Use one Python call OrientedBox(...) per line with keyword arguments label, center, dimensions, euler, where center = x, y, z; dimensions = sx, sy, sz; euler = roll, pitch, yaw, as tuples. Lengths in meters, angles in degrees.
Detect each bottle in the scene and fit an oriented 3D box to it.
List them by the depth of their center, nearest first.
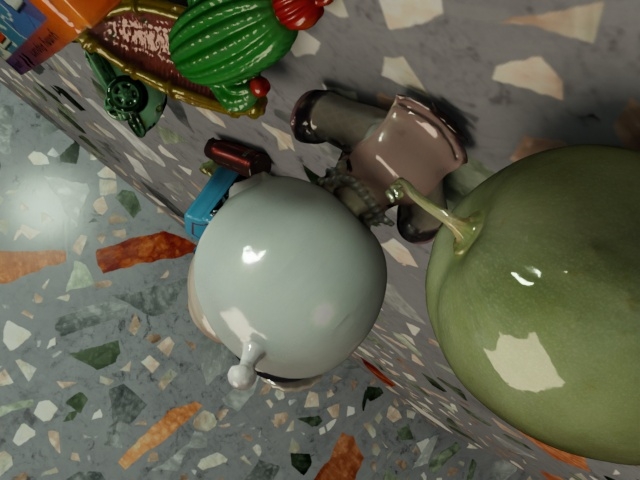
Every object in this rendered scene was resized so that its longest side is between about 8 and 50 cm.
OrientedBox(label="bottle", center=(-0.172, -0.166, 1.070), dimensions=(0.164, 0.060, 0.060), euler=(25, 161, 38))

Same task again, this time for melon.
OrientedBox(label="melon", center=(0.234, 0.052, 0.456), dimensions=(0.308, 0.271, 0.272), euler=(8, 178, -27))

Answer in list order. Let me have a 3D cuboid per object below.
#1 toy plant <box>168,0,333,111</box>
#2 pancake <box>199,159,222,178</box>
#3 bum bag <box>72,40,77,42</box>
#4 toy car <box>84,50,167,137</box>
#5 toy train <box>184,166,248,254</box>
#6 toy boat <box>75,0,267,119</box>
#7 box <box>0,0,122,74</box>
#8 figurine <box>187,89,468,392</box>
OrientedBox(label="toy plant", center=(-0.090, -0.245, 0.584), dimensions=(0.154, 0.088, 0.240), euler=(51, 142, -1))
OrientedBox(label="pancake", center=(-0.203, -0.089, 1.382), dimensions=(0.197, 0.054, 0.376), euler=(23, 159, 23))
OrientedBox(label="bum bag", center=(-0.564, -0.465, 1.027), dimensions=(0.248, 0.069, 0.102), euler=(34, 180, 16))
OrientedBox(label="toy car", center=(-0.332, -0.318, 0.848), dimensions=(0.136, 0.125, 0.305), euler=(14, 131, 66))
OrientedBox(label="toy train", center=(-0.129, -0.003, 1.161), dimensions=(0.300, 0.188, 0.265), euler=(28, 153, 1))
OrientedBox(label="toy boat", center=(-0.203, -0.257, 0.740), dimensions=(0.318, 0.099, 0.141), euler=(25, 130, 10))
OrientedBox(label="box", center=(-0.263, -0.339, 0.381), dimensions=(0.319, 0.257, 0.348), euler=(18, 157, 52))
OrientedBox(label="figurine", center=(-0.007, -0.006, 0.638), dimensions=(0.253, 0.361, 0.211), euler=(40, 176, 1))
